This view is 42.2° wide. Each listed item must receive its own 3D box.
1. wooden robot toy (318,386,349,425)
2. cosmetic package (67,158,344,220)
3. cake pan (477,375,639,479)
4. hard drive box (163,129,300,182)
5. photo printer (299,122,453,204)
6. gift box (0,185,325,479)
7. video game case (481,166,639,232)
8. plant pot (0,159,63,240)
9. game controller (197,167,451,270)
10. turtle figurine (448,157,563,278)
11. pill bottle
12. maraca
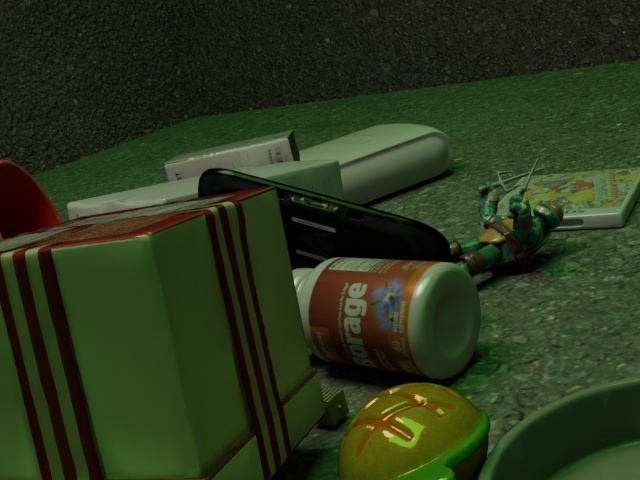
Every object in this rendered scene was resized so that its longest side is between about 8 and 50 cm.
[{"bbox_3d":[-0.050,0.141,0.860,0.076,0.079,0.173,-24,19,-32],"label":"wooden robot toy"},{"bbox_3d":[-0.154,-0.020,1.252,0.217,0.156,0.385,0,13,40],"label":"cosmetic package"},{"bbox_3d":[0.252,0.178,0.544,0.293,0.054,0.293,-13,16,4],"label":"cake pan"},{"bbox_3d":[-0.144,-0.086,1.509,0.232,0.181,0.089,-11,16,7],"label":"hard drive box"},{"bbox_3d":[0.096,-0.158,1.682,0.308,0.107,0.256,-21,18,-24],"label":"photo printer"},{"bbox_3d":[-0.164,0.108,0.717,0.276,0.258,0.255,-8,9,27],"label":"gift box"},{"bbox_3d":[0.383,-0.064,1.289,0.206,0.026,0.227,-3,19,31],"label":"video game case"},{"bbox_3d":[-0.554,0.042,1.317,0.243,0.275,0.275,-22,16,3],"label":"plant pot"},{"bbox_3d":[0.000,0.000,1.011,0.319,0.166,0.067,16,50,13],"label":"game controller"},{"bbox_3d":[0.237,-0.016,1.089,0.234,0.118,0.175,-32,4,-8],"label":"turtle figurine"},{"bbox_3d":[0.055,0.080,0.907,0.216,0.121,0.121,1,22,42],"label":"pill bottle"},{"bbox_3d":[0.065,0.167,0.629,0.127,0.099,0.186,-27,0,22],"label":"maraca"}]
